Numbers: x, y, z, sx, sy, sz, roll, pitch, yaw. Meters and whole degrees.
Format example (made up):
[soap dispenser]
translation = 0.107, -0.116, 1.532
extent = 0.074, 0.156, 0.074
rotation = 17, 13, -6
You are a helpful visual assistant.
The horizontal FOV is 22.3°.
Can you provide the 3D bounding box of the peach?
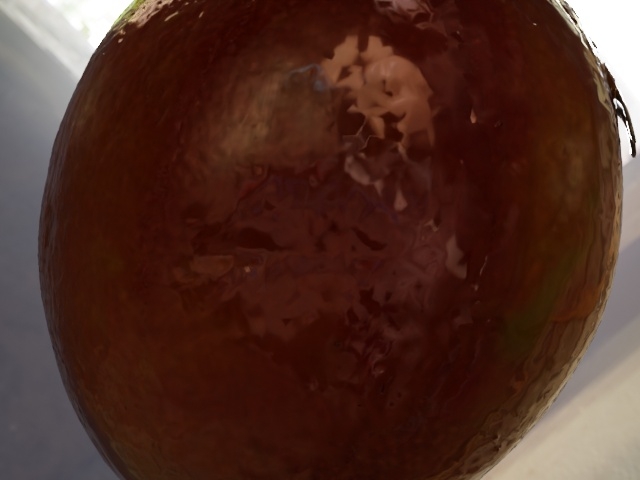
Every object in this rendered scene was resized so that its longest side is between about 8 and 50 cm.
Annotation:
[peach]
translation = 0.000, 0.000, 0.922
extent = 0.372, 0.372, 0.290
rotation = -41, 171, 6
